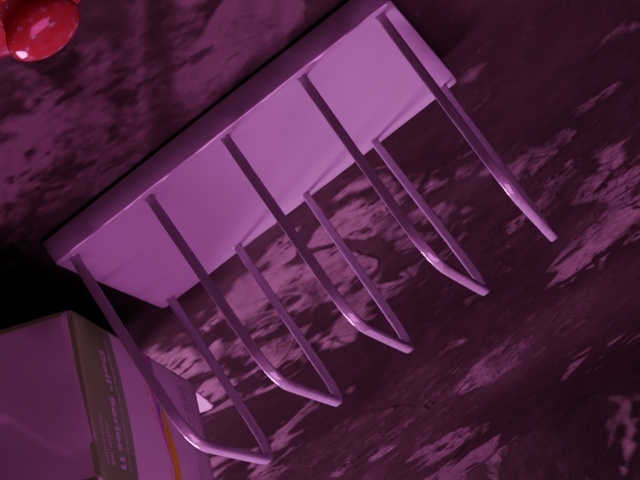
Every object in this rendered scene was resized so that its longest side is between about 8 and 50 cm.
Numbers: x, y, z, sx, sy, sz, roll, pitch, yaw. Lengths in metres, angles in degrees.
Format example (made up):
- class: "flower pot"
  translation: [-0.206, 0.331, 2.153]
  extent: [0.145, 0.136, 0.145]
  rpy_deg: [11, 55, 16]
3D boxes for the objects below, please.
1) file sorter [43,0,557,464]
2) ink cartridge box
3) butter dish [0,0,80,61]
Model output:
- class: "file sorter"
  translation: [0.000, 0.000, 1.267]
  extent: [0.278, 0.173, 0.193]
  rpy_deg: [-38, 161, 7]
- class: "ink cartridge box"
  translation: [-0.199, 0.165, 1.325]
  extent: [0.207, 0.119, 0.353]
  rpy_deg: [-17, 163, 9]
- class: "butter dish"
  translation: [-0.145, -0.128, 0.800]
  extent: [0.160, 0.118, 0.160]
  rpy_deg: [-12, 151, -50]
